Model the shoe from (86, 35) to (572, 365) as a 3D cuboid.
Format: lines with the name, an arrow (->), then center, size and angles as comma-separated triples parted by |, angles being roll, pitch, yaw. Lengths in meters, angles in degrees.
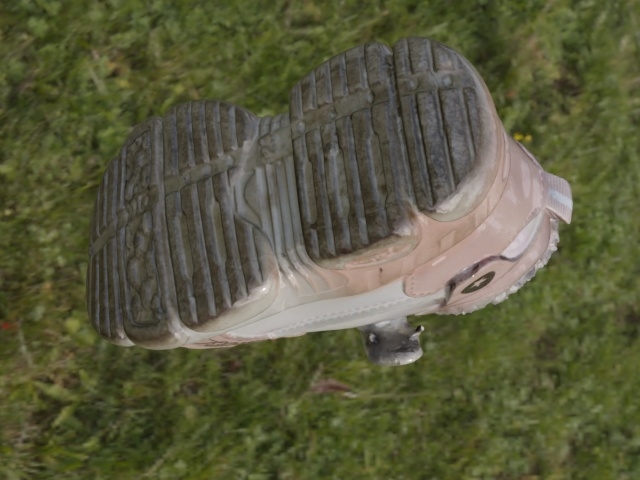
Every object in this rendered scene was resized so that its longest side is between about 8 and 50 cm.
shoe -> -0.001, 0.003, 0.810 | 0.198, 0.350, 0.172 | 27, 58, -47
